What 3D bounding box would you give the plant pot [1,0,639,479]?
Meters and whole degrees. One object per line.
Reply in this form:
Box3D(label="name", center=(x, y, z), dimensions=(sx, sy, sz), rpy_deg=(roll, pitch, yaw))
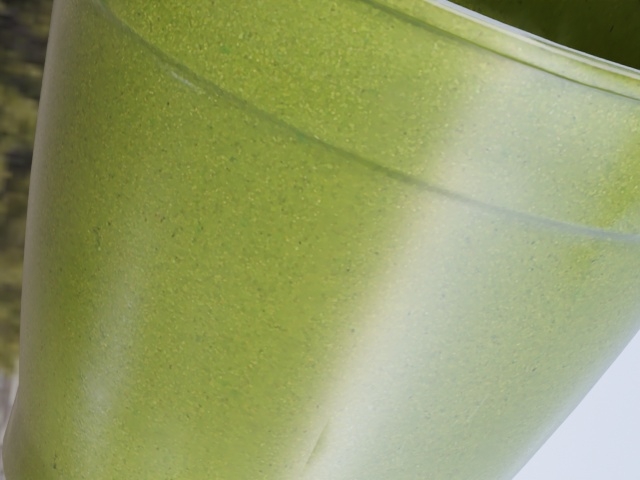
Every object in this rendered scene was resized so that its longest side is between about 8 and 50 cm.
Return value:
Box3D(label="plant pot", center=(0.000, 0.000, 0.807), dimensions=(0.366, 0.366, 0.353), rpy_deg=(-103, -146, -64))
